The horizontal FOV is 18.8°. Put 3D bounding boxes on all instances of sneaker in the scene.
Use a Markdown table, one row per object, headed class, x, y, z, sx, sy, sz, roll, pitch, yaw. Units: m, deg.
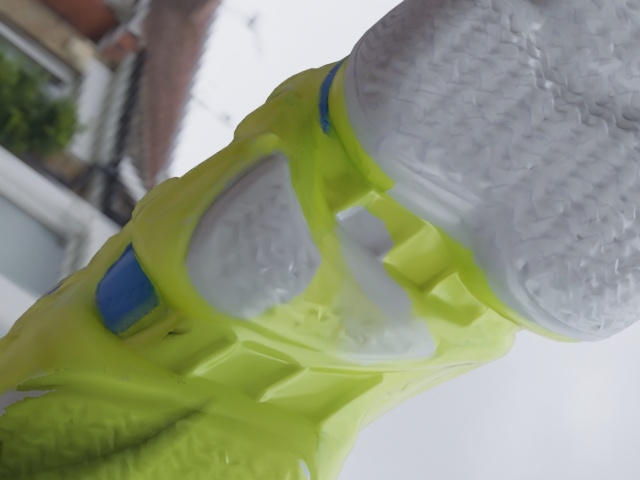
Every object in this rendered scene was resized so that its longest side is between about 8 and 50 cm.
| class | x | y | z | sx | sy | sz | roll | pitch | yaw |
| --- | --- | --- | --- | --- | --- | --- | --- | --- | --- |
| sneaker | 0.000 | 0.000 | 0.466 | 0.240 | 0.091 | 0.126 | -33 | -168 | -14 |
